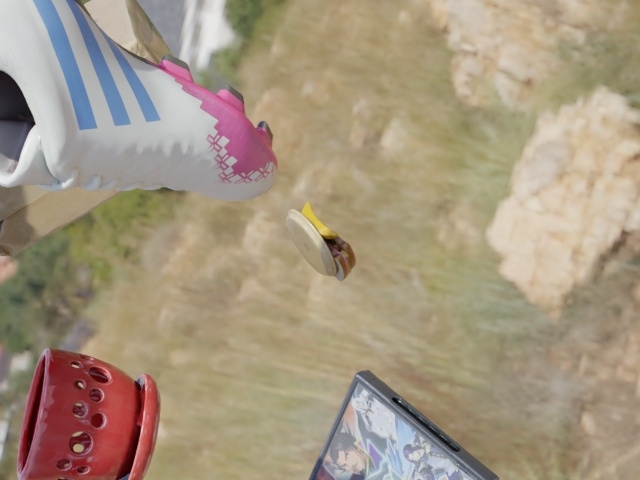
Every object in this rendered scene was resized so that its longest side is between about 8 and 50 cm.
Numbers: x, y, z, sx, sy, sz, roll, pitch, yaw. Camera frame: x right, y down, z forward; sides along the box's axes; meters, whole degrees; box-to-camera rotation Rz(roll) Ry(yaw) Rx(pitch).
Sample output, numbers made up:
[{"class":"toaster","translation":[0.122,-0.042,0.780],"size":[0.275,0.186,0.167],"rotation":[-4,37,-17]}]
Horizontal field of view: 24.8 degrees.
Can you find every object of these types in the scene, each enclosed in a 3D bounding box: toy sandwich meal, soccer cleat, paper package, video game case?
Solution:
[{"class":"toy sandwich meal","translation":[0.000,0.000,1.401],"size":[0.029,0.085,0.085],"rotation":[-34,8,-15]},{"class":"soccer cleat","translation":[-0.161,-0.080,1.009],"size":[0.116,0.331,0.143],"rotation":[6,69,41]},{"class":"paper package","translation":[-0.331,-0.166,1.916],"size":[0.310,0.168,0.325],"rotation":[-30,24,1]},{"class":"video game case","translation":[0.093,0.358,1.986],"size":[0.248,0.035,0.274],"rotation":[38,119,31]}]

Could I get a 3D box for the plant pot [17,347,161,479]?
[{"class":"plant pot","translation":[-0.320,0.255,2.026],"size":[0.191,0.174,0.191],"rotation":[-169,90,-76]}]
